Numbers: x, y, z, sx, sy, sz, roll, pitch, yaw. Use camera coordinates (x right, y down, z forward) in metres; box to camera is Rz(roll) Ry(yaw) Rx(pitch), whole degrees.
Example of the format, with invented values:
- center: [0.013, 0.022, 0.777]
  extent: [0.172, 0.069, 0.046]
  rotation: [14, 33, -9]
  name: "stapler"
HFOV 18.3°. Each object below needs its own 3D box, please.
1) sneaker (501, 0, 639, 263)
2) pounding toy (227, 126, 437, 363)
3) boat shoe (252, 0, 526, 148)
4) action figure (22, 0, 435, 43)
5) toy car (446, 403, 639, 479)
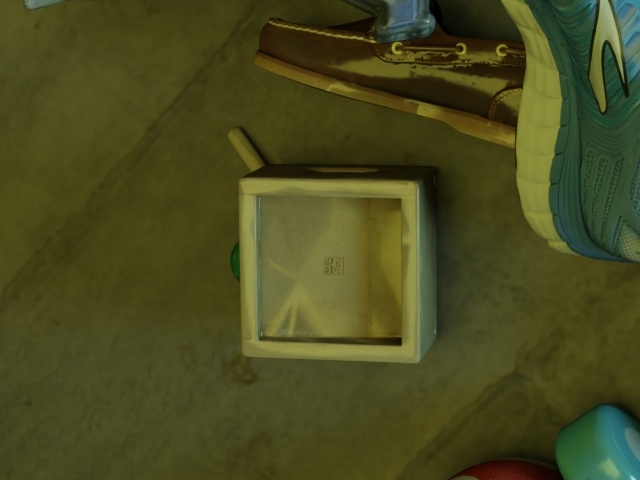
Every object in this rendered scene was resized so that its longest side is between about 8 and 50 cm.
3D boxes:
- center: [0.178, -0.125, 1.047]
  extent: [0.147, 0.130, 0.330]
  rotation: [20, 137, 41]
  name: "sneaker"
- center: [0.000, 0.000, 1.229]
  extent: [0.141, 0.100, 0.130]
  rotation: [2, 99, 12]
  name: "pounding toy"
- center: [0.062, -0.109, 1.190]
  extent: [0.207, 0.073, 0.073]
  rotation: [16, 102, 13]
  name: "boat shoe"
- center: [0.007, -0.264, 1.160]
  extent: [0.330, 0.178, 0.341]
  rotation: [7, 78, 15]
  name: "action figure"
- center: [0.111, 0.240, 1.129]
  extent: [0.219, 0.238, 0.210]
  rotation: [-39, 82, 23]
  name: "toy car"
